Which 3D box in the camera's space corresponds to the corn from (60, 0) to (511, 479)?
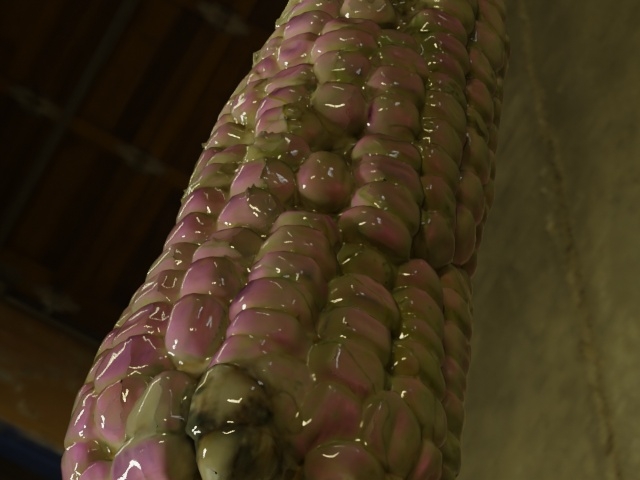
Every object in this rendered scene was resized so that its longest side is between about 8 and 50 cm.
[{"bbox_3d":[0.000,-0.002,0.538,0.126,0.126,0.335,-53,15,40],"label":"corn"}]
